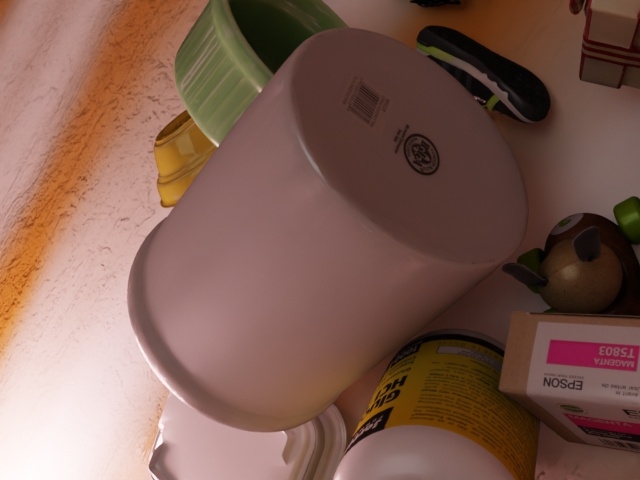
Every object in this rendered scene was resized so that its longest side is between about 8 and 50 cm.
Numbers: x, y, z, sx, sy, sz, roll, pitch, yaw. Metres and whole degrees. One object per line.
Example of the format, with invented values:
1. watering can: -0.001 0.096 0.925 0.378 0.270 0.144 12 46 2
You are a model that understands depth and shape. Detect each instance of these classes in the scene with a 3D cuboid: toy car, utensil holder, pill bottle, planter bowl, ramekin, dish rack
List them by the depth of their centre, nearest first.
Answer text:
1. pill bottle: 0.118 0.234 0.816 0.188 0.334 0.188 5 109 16
2. toy car: 0.271 0.025 0.868 0.155 0.188 0.149 -32 59 28
3. utensil holder: 0.000 0.000 0.945 0.385 0.327 0.328 -44 52 42
4. ramekin: -0.057 -0.224 1.146 0.148 0.303 0.303 -40 55 32
5. dish rack: -0.131 0.307 1.180 0.333 0.072 0.286 28 102 42
6. planter bowl: -0.198 -0.156 1.300 0.217 0.090 0.217 -32 23 15

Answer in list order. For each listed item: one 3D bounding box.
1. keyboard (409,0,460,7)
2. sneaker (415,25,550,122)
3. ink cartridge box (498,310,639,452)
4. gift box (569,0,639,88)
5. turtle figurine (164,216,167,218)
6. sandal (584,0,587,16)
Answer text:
1. keyboard: 0.173 -0.370 1.176 0.192 0.038 0.100 13 63 42
2. sneaker: 0.205 -0.200 1.079 0.235 0.084 0.097 47 132 39
3. ink cartridge box: 0.320 0.146 0.784 0.234 0.193 0.088 -1 64 40
4. gift box: 0.388 -0.288 0.801 0.258 0.255 0.276 16 84 16
5. turtle figurine: -0.132 -0.060 1.279 0.234 0.118 0.175 -27 21 40
6. sandal: 0.396 -0.309 0.959 0.180 0.049 0.072 -41 66 5
